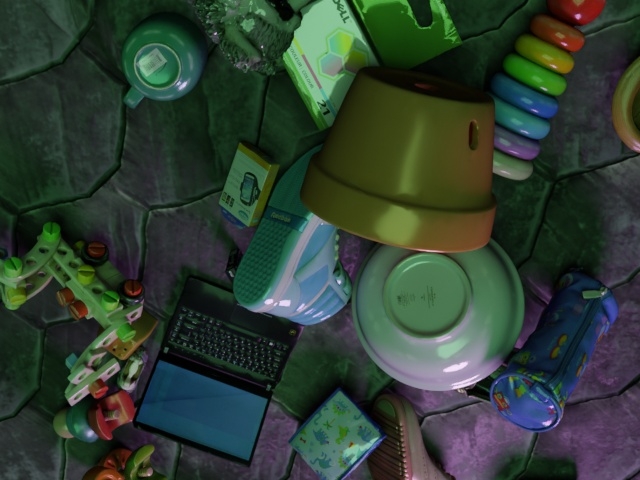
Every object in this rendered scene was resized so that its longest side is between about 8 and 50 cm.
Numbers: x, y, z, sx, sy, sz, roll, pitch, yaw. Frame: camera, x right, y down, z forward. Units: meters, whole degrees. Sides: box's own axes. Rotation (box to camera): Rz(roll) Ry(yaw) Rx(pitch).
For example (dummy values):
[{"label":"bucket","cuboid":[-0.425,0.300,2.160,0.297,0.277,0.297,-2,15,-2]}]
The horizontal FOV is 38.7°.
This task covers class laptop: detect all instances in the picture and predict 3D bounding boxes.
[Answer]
[{"label":"laptop","cuboid":[-0.184,0.239,1.664,0.234,0.136,0.264,21,114,-8]}]

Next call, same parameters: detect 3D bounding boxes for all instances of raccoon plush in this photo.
[{"label":"raccoon plush","cuboid":[-0.216,-0.386,1.334,0.446,0.216,0.299,4,103,31]}]

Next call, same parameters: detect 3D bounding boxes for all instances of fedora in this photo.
[{"label":"fedora","cuboid":[0.547,-0.231,1.448,0.194,0.079,0.194,-1,110,-2]}]

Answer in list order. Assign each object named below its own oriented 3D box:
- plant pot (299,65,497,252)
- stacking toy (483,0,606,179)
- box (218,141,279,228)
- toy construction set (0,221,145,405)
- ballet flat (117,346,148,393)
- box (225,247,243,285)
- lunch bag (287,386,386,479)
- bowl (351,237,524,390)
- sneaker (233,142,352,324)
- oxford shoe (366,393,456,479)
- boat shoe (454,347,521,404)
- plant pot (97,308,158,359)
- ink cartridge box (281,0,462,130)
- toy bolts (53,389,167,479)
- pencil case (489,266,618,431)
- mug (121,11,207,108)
[{"label":"plant pot","cuboid":[0.130,-0.130,1.327,0.291,0.291,0.203,11,110,-3]},{"label":"stacking toy","cuboid":[0.336,-0.265,1.416,0.141,0.141,0.330,23,110,-8]},{"label":"box","cuboid":[-0.124,-0.088,1.545,0.081,0.028,0.136,38,120,30]},{"label":"toy construction set","cuboid":[-0.432,0.108,1.557,0.327,0.215,0.151,53,141,8]},{"label":"ballet flat","cuboid":[-0.361,0.254,1.731,0.041,0.041,0.114,23,114,-8]},{"label":"box","cuboid":[-0.140,0.060,1.607,0.018,0.083,0.067,-24,113,12]},{"label":"lunch bag","cuboid":[0.037,0.367,1.718,0.129,0.096,0.151,44,118,13]},{"label":"bowl","cuboid":[0.184,0.097,1.505,0.298,0.134,0.297,-3,79,13]},{"label":"sneaker","cuboid":[0.000,0.000,1.568,0.208,0.127,0.319,31,90,-44]},{"label":"oxford shoe","cuboid":[0.188,0.464,1.781,0.147,0.140,0.397,-18,112,-24]},{"label":"boat shoe","cuboid":[0.271,0.223,1.596,0.305,0.091,0.109,18,115,-6]},{"label":"plant pot","cuboid":[-0.358,0.169,1.667,0.081,0.083,0.081,39,110,-15]},{"label":"ink cartridge box","cuboid":[0.071,-0.318,1.416,0.255,0.097,0.188,-25,112,14]},{"label":"toy bolts","cuboid":[-0.436,0.415,1.736,0.158,0.218,0.228,-14,98,30]},{"label":"pencil case","cuboid":[0.400,0.178,1.528,0.119,0.306,0.133,38,142,7]},{"label":"mug","cuboid":[-0.251,-0.275,1.448,0.130,0.097,0.157,7,115,-1]}]
